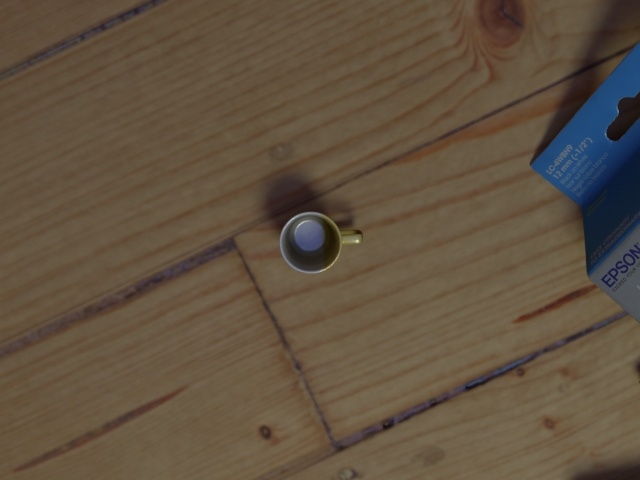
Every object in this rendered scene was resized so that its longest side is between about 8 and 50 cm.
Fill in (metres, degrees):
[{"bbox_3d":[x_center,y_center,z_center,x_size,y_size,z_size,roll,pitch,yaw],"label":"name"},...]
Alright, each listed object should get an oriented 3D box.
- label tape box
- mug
[{"bbox_3d":[0.386,-0.020,1.695,0.347,0.115,0.249,40,125,2],"label":"label tape box"},{"bbox_3d":[-0.004,0.002,1.786,0.078,0.064,0.062,28,95,-4],"label":"mug"}]
